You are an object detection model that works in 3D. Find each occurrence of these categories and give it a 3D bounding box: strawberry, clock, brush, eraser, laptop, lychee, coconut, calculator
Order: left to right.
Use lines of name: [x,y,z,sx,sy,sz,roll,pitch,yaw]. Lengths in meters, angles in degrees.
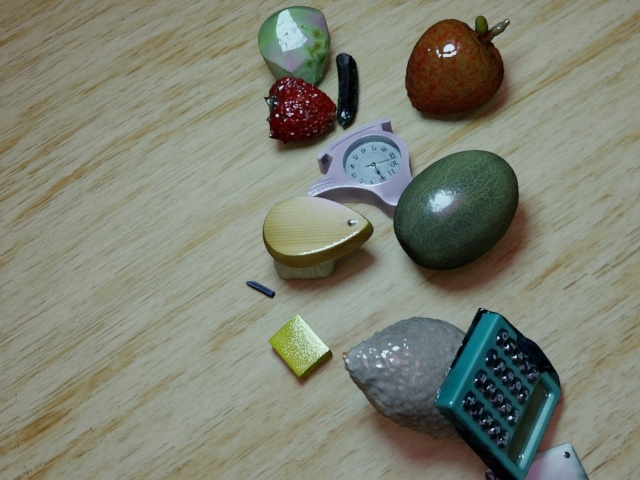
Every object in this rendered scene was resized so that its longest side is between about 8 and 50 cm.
coconut: [-0.071,-0.560,1.663,0.236,0.236,0.204,-39,60,-7]
eraser: [-0.047,0.248,1.366,0.097,0.045,0.122,-42,64,-8]
strawberry: [-0.054,-0.357,1.599,0.201,0.187,0.185,-1,98,-5]
brush: [0.000,0.000,1.409,0.266,0.166,0.174,-1,63,12]
clock: [0.107,-0.152,1.509,0.290,0.080,0.275,-26,61,0]
lychee: [0.357,-0.452,1.506,0.300,0.255,0.255,-34,55,36]
calculator: [0.355,0.294,1.126,0.058,0.274,0.248,-12,35,55]
laptop: [0.454,0.547,1.117,0.187,0.015,0.269,-20,61,3]

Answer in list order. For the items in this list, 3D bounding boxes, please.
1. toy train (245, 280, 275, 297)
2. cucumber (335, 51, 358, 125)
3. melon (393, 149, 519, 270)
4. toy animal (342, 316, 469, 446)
toy train: [-0.151,0.119,1.469,0.083,0.017,0.017,25,70,23]
cucumber: [0.077,-0.427,1.664,0.067,0.067,0.245,-6,65,10]
melon: [0.311,-0.071,1.330,0.301,0.237,0.237,-40,62,-8]
toy animal: [0.216,0.272,1.197,0.358,0.188,0.227,23,69,-12]
